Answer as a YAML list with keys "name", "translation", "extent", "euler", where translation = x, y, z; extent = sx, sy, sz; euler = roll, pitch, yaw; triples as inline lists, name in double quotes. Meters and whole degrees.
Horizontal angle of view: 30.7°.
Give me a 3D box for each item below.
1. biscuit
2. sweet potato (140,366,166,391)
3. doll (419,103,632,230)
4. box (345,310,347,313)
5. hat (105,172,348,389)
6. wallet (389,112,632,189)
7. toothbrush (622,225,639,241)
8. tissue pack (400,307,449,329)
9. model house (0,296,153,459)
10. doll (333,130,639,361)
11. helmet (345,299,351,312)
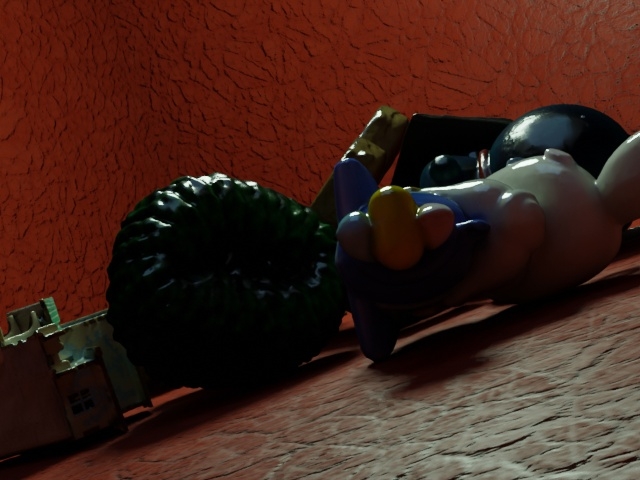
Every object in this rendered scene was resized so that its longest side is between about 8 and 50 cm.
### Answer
- name: "biscuit"
  translation: [0.000, 0.000, 1.634]
  extent: [0.394, 0.076, 0.368]
  euler: [-57, -1, 25]
- name: "sweet potato"
  translation: [-0.205, 0.104, 1.799]
  extent: [0.158, 0.158, 0.370]
  euler: [-19, 20, 19]
- name: "doll"
  translation: [0.267, -0.065, 1.482]
  extent: [0.322, 0.186, 0.198]
  euler: [-15, 43, 7]
- name: "box"
  translation: [-0.079, 0.093, 1.991]
  extent: [0.220, 0.141, 0.064]
  euler: [-18, 0, 1]
- name: "hat"
  translation: [-0.135, 0.083, 1.374]
  extent: [0.274, 0.242, 0.332]
  euler: [18, -29, -16]
- name: "wallet"
  translation: [0.254, -0.071, 1.643]
  extent: [0.323, 0.041, 0.247]
  euler: [5, -46, -9]
- name: "toothbrush"
  translation: [0.314, 0.022, 1.578]
  extent: [0.263, 0.022, 0.026]
  euler: [-19, -12, 28]
- name: "tissue pack"
  translation: [0.124, 0.067, 1.366]
  extent: [0.138, 0.028, 0.085]
  euler: [-23, -40, -33]
- name: "model house"
  translation: [-0.303, 0.154, 1.385]
  extent: [0.271, 0.178, 0.206]
  euler: [-23, -4, 41]
- name: "doll"
  translation: [0.143, -0.010, 1.163]
  extent: [0.365, 0.187, 0.376]
  euler: [-8, -33, -24]
- name: "helmet"
  translation: [0.092, 0.054, 1.613]
  extent: [0.153, 0.107, 0.177]
  euler: [-31, 7, 32]
